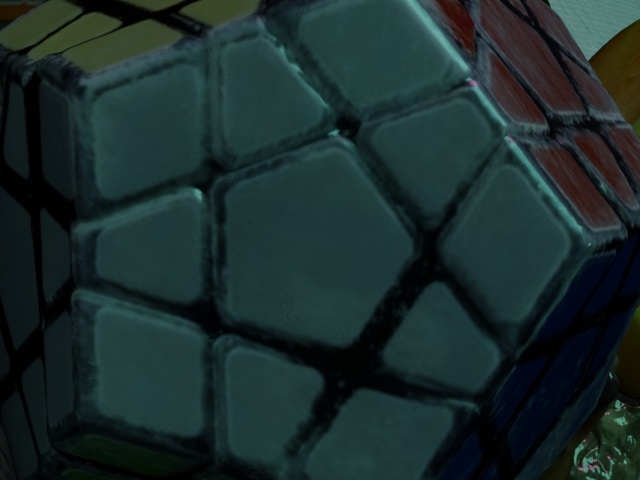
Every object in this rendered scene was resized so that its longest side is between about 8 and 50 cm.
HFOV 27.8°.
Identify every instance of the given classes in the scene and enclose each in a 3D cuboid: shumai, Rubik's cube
[{"bbox_3d":[0.212,0.152,0.927,0.083,0.080,0.082,41,29,-22],"label":"shumai"},{"bbox_3d":[-0.007,0.000,0.575,0.264,0.319,0.319,31,19,24],"label":"Rubik's cube"}]

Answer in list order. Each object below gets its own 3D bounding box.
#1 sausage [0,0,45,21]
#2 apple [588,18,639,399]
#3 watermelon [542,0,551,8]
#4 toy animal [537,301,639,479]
[{"bbox_3d":[-0.195,-0.160,0.688,0.093,0.093,0.312,54,26,8],"label":"sausage"},{"bbox_3d":[0.341,-0.011,1.058,0.374,0.374,0.384,26,29,-39],"label":"apple"},{"bbox_3d":[0.163,-0.209,1.274,0.204,0.127,0.232,37,34,-32],"label":"watermelon"},{"bbox_3d":[0.131,0.096,0.789,0.097,0.158,0.312,13,16,13],"label":"toy animal"}]
